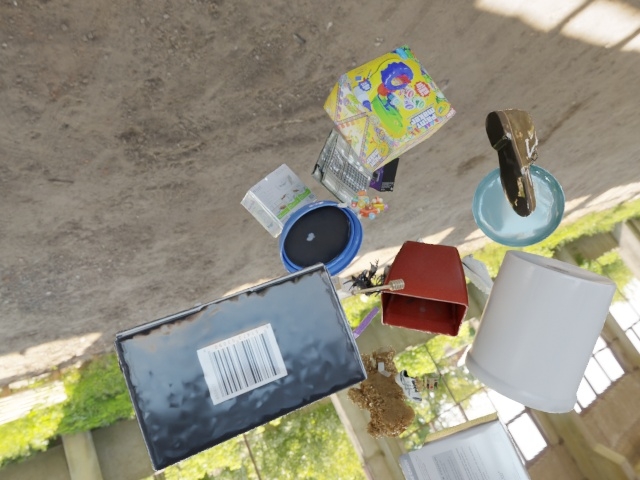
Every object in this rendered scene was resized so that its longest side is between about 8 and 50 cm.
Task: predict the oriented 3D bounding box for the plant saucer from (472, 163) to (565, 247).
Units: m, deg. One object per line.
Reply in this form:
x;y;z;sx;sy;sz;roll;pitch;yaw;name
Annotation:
0.739;-0.132;1.629;0.318;0.317;0.044;-32;168;15;plant saucer

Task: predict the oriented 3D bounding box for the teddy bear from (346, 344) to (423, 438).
0.204;0.489;1.416;0.245;0.338;0.113;-23;126;-16;teddy bear

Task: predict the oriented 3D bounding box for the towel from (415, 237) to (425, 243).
0.543;0.059;2.221;0.113;0.152;0.023;-38;170;-46;towel

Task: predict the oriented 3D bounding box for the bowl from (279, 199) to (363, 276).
0.000;0.000;1.923;0.391;0.077;0.391;-12;124;-19;bowl

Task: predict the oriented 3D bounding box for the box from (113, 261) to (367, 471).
-0.202;0.298;1.131;0.480;0.297;0.472;-19;173;-15;box

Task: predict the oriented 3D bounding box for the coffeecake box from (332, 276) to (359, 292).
0.090;0.247;2.184;0.142;0.068;0.185;-24;154;28;coffeecake box

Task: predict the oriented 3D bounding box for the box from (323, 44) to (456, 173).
0.221;-0.424;1.404;0.290;0.279;0.177;-34;177;-23;box

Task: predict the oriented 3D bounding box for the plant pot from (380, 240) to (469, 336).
0.360;0.152;1.483;0.268;0.235;0.267;9;149;14;plant pot

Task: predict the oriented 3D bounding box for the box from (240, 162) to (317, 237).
-0.187;-0.188;1.983;0.262;0.231;0.127;-46;-178;-37;box

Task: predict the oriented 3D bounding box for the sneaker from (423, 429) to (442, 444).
0.422;0.677;1.325;0.083;0.215;0.084;-51;169;0;sneaker

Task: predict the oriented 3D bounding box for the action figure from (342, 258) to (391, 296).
0.224;0.143;1.641;0.276;0.164;0.140;7;103;-28;action figure

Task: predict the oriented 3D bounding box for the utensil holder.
0.658;0.255;1.311;0.328;0.328;0.385;0;108;-52;utensil holder

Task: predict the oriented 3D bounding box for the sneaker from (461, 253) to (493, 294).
0.700;0.142;1.900;0.095;0.235;0.090;-29;134;-6;sneaker

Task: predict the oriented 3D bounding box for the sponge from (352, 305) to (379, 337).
0.197;0.404;2.046;0.210;0.031;0.117;-39;168;-44;sponge

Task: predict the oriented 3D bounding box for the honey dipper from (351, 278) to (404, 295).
0.161;0.135;1.230;0.161;0.030;0.030;-7;155;-18;honey dipper

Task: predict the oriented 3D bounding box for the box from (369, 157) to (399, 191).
0.283;-0.382;2.296;0.103;0.261;0.184;-3;114;-34;box

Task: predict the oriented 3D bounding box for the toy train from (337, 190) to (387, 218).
0.131;-0.113;1.316;0.125;0.166;0.046;-14;116;-30;toy train

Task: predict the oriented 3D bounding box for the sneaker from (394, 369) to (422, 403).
0.201;0.324;0.965;0.032;0.083;0.037;20;109;-43;sneaker

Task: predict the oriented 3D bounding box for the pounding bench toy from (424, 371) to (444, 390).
0.517;0.639;1.958;0.083;0.065;0.052;-5;-165;-7;pounding bench toy

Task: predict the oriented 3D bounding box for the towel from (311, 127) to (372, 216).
0.117;-0.318;2.007;0.324;0.312;0.056;39;145;-29;towel

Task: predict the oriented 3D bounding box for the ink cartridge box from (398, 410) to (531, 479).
0.379;0.622;1.057;0.272;0.309;0.130;-26;162;14;ink cartridge box

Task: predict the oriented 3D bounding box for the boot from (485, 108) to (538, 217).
0.556;-0.218;1.189;0.115;0.305;0.112;-11;175;-10;boot
